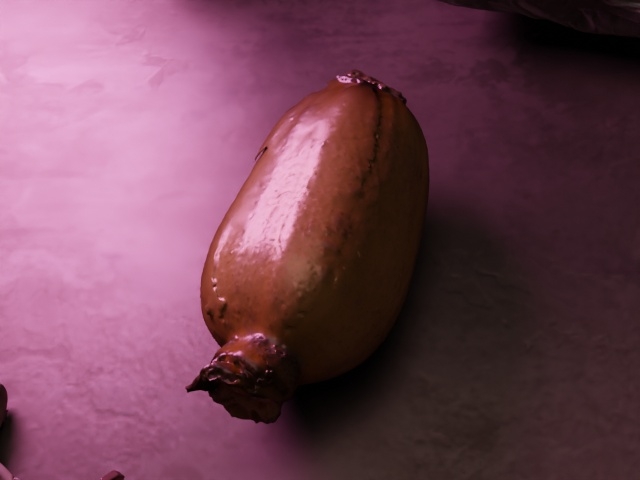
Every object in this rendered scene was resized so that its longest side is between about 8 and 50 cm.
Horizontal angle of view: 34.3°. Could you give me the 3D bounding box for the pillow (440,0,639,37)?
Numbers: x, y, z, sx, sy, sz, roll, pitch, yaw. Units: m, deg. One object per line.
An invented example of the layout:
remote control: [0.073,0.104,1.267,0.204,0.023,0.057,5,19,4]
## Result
pillow: [0.280,-0.304,0.932,0.309,0.138,0.283,13,60,18]

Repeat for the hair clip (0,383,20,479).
hair clip: [-0.211,0.194,0.735,0.072,0.034,0.226,-34,61,-16]

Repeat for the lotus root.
lotus root: [-0.001,0.001,0.776,0.146,0.131,0.303,0,54,34]

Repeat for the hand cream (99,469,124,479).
hand cream: [-0.072,0.230,0.696,0.209,0.043,0.067,36,70,20]
